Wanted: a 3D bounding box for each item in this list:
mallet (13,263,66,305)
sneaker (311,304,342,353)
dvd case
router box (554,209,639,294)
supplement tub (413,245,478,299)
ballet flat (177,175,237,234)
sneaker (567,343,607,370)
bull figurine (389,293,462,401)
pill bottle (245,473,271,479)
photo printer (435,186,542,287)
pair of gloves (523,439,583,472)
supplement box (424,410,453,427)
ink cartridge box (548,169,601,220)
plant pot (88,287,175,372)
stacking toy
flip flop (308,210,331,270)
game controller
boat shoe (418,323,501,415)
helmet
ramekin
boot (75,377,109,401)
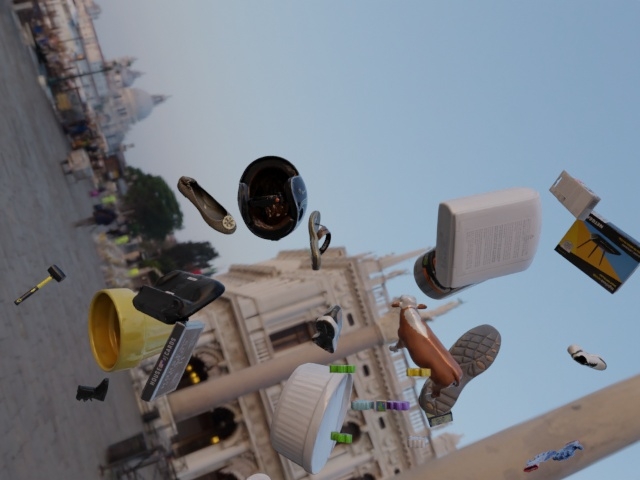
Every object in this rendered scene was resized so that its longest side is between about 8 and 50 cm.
[{"bbox_3d":[-0.949,0.162,2.174,0.062,0.189,0.039,41,-36,-7],"label":"mallet"},{"bbox_3d":[0.037,0.333,2.370,0.100,0.108,0.271,30,-32,11],"label":"sneaker"},{"bbox_3d":[-0.333,0.270,1.468,0.238,0.030,0.179,93,21,-84],"label":"dvd case"},{"bbox_3d":[0.689,0.024,1.569,0.179,0.046,0.133,44,-59,29],"label":"router box"},{"bbox_3d":[0.490,0.080,2.262,0.316,0.194,0.193,-39,-111,54],"label":"supplement tub"},{"bbox_3d":[-0.366,-0.119,2.085,0.250,0.084,0.058,46,-41,-1],"label":"ballet flat"},{"bbox_3d":[0.659,0.299,1.578,0.040,0.109,0.043,-61,-171,28],"label":"sneaker"},{"bbox_3d":[0.287,0.303,1.825,0.310,0.101,0.188,58,-25,31],"label":"bull figurine"},{"bbox_3d":[-0.177,0.839,1.998,0.124,0.124,0.221,-131,-152,-55],"label":"pill bottle"},{"bbox_3d":[0.477,-0.014,1.786,0.107,0.308,0.256,-129,-149,-57],"label":"photo printer"},{"bbox_3d":[0.714,0.659,1.952,0.198,0.159,0.023,-33,-106,30],"label":"pair of gloves"},{"bbox_3d":[0.393,0.570,2.153,0.056,0.083,0.083,72,1,-46],"label":"supplement box"},{"bbox_3d":[0.572,-0.103,1.442,0.062,0.029,0.115,-61,-147,28],"label":"ink cartridge box"},{"bbox_3d":[-0.567,0.268,2.007,0.254,0.239,0.253,5,-84,48],"label":"plant pot"},{"bbox_3d":[0.129,0.360,1.402,0.052,0.221,0.166,37,53,-77],"label":"stacking toy"},{"bbox_3d":[0.000,0.000,2.267,0.277,0.080,0.112,-94,180,-53],"label":"flip flop"},{"bbox_3d":[-0.362,0.138,1.612,0.319,0.167,0.067,7,-63,57],"label":"game controller"},{"bbox_3d":[0.428,0.401,2.032,0.132,0.355,0.130,48,-17,2],"label":"boat shoe"},{"bbox_3d":[-0.104,-0.094,1.400,0.161,0.170,0.169,-89,172,-61],"label":"helmet"},{"bbox_3d":[-0.024,0.434,1.605,0.127,0.273,0.272,17,-43,18],"label":"ramekin"},{"bbox_3d":[-0.805,0.525,2.260,0.045,0.099,0.121,-103,-147,-50],"label":"boot"}]
